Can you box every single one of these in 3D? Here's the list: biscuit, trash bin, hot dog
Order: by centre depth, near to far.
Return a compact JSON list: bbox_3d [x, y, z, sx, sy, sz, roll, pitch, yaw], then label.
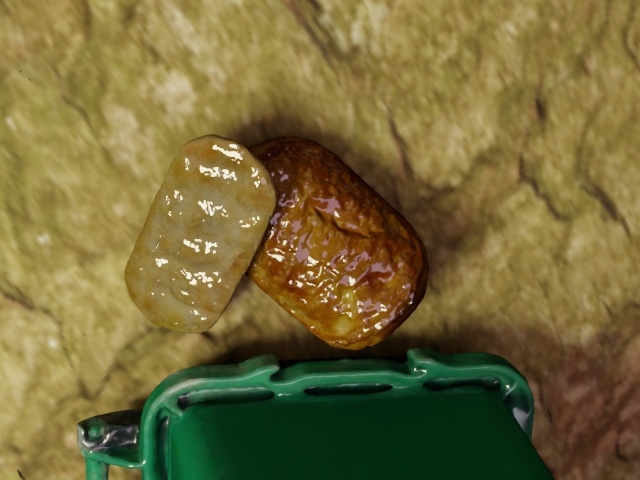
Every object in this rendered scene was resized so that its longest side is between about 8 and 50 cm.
[{"bbox_3d":[0.020,0.227,0.566,0.295,0.381,0.259,-1,104,-12],"label":"trash bin"},{"bbox_3d":[-0.075,0.000,0.645,0.071,0.018,0.147,33,123,4],"label":"biscuit"},{"bbox_3d":[-0.001,0.001,0.666,0.147,0.065,0.099,40,95,4],"label":"hot dog"}]
